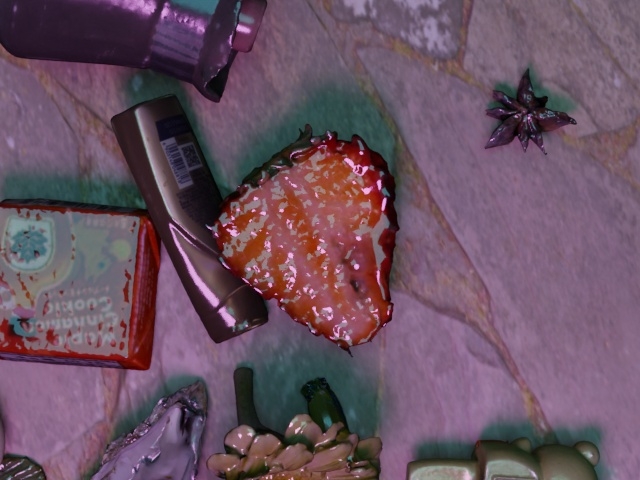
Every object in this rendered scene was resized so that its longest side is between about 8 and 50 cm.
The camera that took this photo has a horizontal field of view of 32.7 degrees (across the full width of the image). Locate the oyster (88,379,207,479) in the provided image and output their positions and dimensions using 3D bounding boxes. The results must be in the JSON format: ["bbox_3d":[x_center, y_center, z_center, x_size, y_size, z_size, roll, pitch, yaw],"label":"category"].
[{"bbox_3d":[-0.255,0.325,1.503,0.199,0.087,0.252,0,92,-10],"label":"oyster"}]

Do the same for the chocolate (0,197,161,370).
[{"bbox_3d":[-0.348,0.060,1.519,0.238,0.108,0.234,6,86,-1],"label":"chocolate"}]

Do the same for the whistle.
[{"bbox_3d":[0.260,0.335,1.498,0.289,0.106,0.131,4,87,-1],"label":"whistle"}]

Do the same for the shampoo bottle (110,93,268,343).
[{"bbox_3d":[-0.178,-0.028,1.523,0.084,0.125,0.350,-21,96,32],"label":"shampoo bottle"}]

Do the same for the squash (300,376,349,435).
[{"bbox_3d":[0.020,0.281,1.531,0.052,0.052,0.183,-17,82,-2],"label":"squash"}]

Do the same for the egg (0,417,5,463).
[{"bbox_3d":[-0.496,0.261,1.493,0.114,0.114,0.152,-35,90,-3],"label":"egg"}]

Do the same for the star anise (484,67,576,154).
[{"bbox_3d":[0.285,-0.170,1.568,0.129,0.056,0.124,-36,75,-7],"label":"star anise"}]

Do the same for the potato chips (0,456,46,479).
[{"bbox_3d":[-0.480,0.378,1.527,0.207,0.028,0.092,-37,85,-5],"label":"potato chips"}]

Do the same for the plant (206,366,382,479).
[{"bbox_3d":[-0.086,0.309,1.414,0.297,0.261,0.306,52,122,14],"label":"plant"}]

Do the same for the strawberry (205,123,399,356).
[{"bbox_3d":[0.006,-0.017,1.514,0.280,0.150,0.253,39,90,-11],"label":"strawberry"}]

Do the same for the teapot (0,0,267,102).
[{"bbox_3d":[-0.245,-0.379,1.496,0.362,0.305,0.376,21,56,-7],"label":"teapot"}]
